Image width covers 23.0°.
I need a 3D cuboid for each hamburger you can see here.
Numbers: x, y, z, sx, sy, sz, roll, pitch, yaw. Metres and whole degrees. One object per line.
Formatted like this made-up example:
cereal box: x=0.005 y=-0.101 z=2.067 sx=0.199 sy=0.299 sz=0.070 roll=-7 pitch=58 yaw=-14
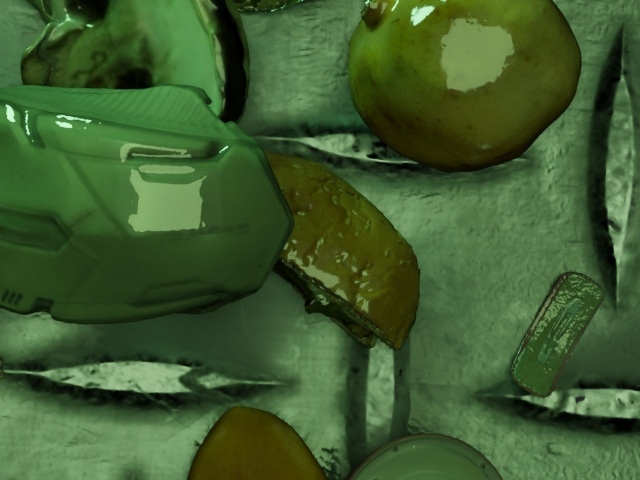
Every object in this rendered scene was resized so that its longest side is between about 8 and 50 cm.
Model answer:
hamburger: x=0.000 y=0.000 z=1.598 sx=0.262 sy=0.124 sz=0.131 roll=40 pitch=84 yaw=-2

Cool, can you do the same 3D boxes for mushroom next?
mushroom: x=-0.203 y=-0.219 z=1.603 sx=0.247 sy=0.130 sz=0.344 roll=-41 pitch=87 yaw=19

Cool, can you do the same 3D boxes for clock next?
clock: x=0.101 y=0.314 z=1.570 sx=0.244 sy=0.056 sz=0.244 roll=1 pitch=88 yaw=-34

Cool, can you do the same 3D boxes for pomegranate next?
pomegranate: x=0.141 y=-0.174 z=1.576 sx=0.233 sy=0.233 sz=0.233 roll=0 pitch=86 yaw=-4

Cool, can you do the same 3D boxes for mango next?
mango: x=-0.061 y=0.289 z=1.575 sx=0.154 sy=0.126 sz=0.252 roll=-14 pitch=78 yaw=16

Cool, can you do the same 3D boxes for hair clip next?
hair clip: x=0.249 y=0.098 z=1.659 sx=0.054 sy=0.022 sz=0.137 roll=29 pitch=85 yaw=-3

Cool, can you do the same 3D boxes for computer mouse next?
computer mouse: x=-0.236 y=-0.032 z=1.513 sx=0.429 sy=0.145 sz=0.228 roll=6 pitch=108 yaw=21

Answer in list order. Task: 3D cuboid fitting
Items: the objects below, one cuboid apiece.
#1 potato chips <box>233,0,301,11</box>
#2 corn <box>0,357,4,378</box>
potato chips: x=-0.074 y=-0.328 z=1.623 sx=0.220 sy=0.029 sz=0.202 roll=31 pitch=112 yaw=-2
corn: x=-0.425 y=0.104 z=1.582 sx=0.211 sy=0.087 sz=0.087 roll=31 pitch=85 yaw=-1
